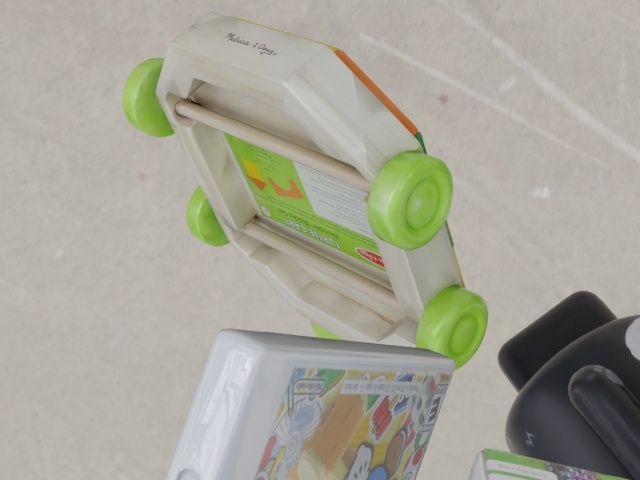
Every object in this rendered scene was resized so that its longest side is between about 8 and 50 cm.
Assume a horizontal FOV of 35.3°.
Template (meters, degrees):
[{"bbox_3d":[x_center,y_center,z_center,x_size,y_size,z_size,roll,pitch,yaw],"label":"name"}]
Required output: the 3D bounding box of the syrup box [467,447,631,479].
[{"bbox_3d":[0.166,0.172,0.405,0.237,0.096,0.093,13,120,-7],"label":"syrup box"}]

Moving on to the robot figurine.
[{"bbox_3d":[0.250,0.171,0.764,0.209,0.278,0.173,-2,132,-34],"label":"robot figurine"}]

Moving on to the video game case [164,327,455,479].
[{"bbox_3d":[-0.014,0.146,0.473,0.026,0.227,0.206,20,92,27],"label":"video game case"}]

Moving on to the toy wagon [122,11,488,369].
[{"bbox_3d":[0.000,0.000,0.719,0.267,0.068,0.344,26,151,40],"label":"toy wagon"}]
